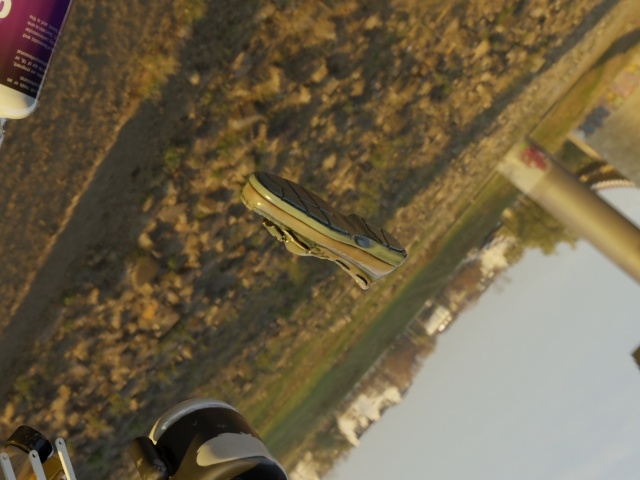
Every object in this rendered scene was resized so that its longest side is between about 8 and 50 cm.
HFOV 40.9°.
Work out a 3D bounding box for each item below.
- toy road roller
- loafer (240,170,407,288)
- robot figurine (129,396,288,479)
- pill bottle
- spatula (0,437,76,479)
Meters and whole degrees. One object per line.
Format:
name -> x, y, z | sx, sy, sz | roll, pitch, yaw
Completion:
toy road roller -> -0.616, 0.578, 1.821 | 0.202, 0.240, 0.330 | -56, 176, -45
loafer -> 0.000, 0.000, 1.068 | 0.267, 0.096, 0.084 | 24, 112, -40
robot figurine -> -0.153, 0.347, 1.247 | 0.173, 0.209, 0.278 | -29, -149, -16
pill bottle -> -0.457, -0.296, 1.196 | 0.181, 0.181, 0.323 | 22, 86, -82
spatula -> -0.477, 0.478, 1.527 | 0.019, 0.242, 0.168 | -32, 165, 32
